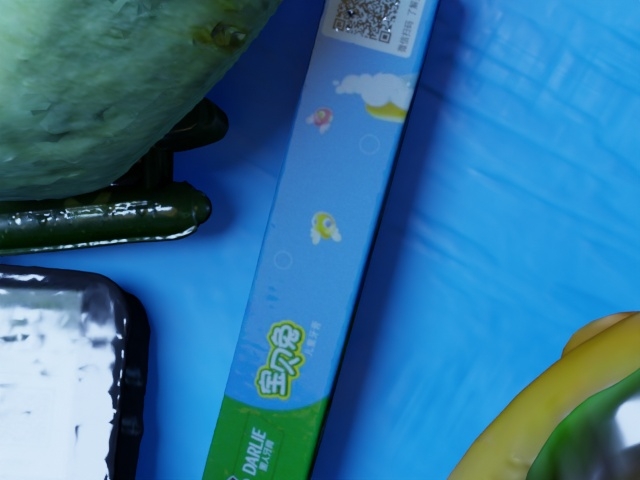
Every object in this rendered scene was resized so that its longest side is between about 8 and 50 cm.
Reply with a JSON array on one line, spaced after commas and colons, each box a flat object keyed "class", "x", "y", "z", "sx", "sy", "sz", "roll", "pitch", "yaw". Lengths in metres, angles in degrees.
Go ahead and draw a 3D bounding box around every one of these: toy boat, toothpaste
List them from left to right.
[{"class": "toy boat", "x": -0.145, "y": -0.044, "z": 0.826, "sx": 0.210, "sy": 0.052, "sz": 0.104, "roll": -3, "pitch": 81, "yaw": 9}, {"class": "toothpaste", "x": 0.000, "y": 0.000, "z": 0.814, "sx": 0.050, "sy": 0.065, "sz": 0.267, "roll": 15, "pitch": 103, "yaw": 1}]

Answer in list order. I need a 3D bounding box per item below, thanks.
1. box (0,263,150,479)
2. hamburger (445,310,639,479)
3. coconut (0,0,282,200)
[{"class": "box", "x": -0.262, "y": 0.107, "z": 0.840, "sx": 0.350, "sy": 0.058, "sz": 0.211, "roll": 5, "pitch": 77, "yaw": 8}, {"class": "hamburger", "x": 0.212, "y": 0.216, "z": 0.712, "sx": 0.395, "sy": 0.277, "sz": 0.396, "roll": 0, "pitch": 114, "yaw": 0}, {"class": "coconut", "x": -0.156, "y": -0.180, "z": 0.687, "sx": 0.328, "sy": 0.281, "sz": 0.328, "roll": -1, "pitch": 107, "yaw": -3}]
